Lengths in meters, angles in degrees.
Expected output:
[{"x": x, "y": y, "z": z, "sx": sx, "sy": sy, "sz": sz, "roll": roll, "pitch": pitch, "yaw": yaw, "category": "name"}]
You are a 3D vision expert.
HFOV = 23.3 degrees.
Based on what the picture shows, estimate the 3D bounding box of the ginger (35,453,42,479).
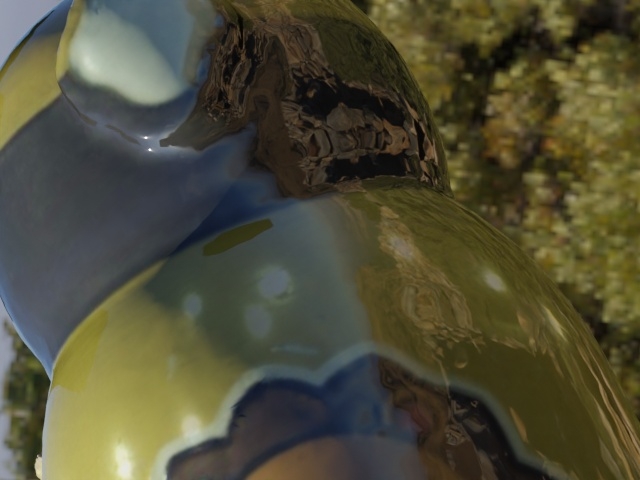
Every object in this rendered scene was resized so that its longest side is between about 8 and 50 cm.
[{"x": -0.072, "y": 0.244, "z": 1.296, "sx": 0.126, "sy": 0.354, "sz": 0.190, "roll": -31, "pitch": 42, "yaw": 63, "category": "ginger"}]

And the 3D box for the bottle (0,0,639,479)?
[{"x": 0.006, "y": 0.077, "z": 0.431, "sx": 0.351, "sy": 0.171, "sz": 0.171, "roll": 64, "pitch": 156, "yaw": 21, "category": "bottle"}]
